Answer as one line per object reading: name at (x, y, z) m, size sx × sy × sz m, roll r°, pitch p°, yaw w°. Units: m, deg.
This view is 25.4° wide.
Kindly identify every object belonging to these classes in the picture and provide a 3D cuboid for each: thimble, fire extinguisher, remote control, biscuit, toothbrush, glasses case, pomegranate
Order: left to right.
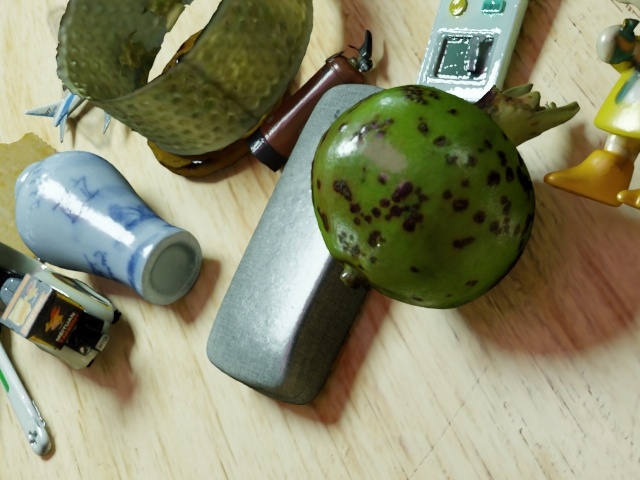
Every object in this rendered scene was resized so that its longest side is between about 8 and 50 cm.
toothbrush at (-0.399, 0.106, 1.728) m, size 0.418 × 0.040 × 0.042 m, roll 53°, pitch 130°, yaw 38°
biscuit at (-0.405, -0.023, 1.830) m, size 0.237 × 0.013 × 0.232 m, roll 34°, pitch 92°, yaw 46°
thimble at (-0.150, -0.241, 1.571) m, size 0.271 × 0.150 × 0.270 m, roll -19°, pitch 55°, yaw 30°
biscuit at (-0.118, -0.166, 1.635) m, size 0.212 × 0.036 × 0.212 m, roll -19°, pitch 56°, yaw 32°
fire extinguisher at (-0.004, -0.151, 1.515) m, size 0.177 × 0.050 × 0.062 m, roll -43°, pitch 34°, yaw 14°
glasses case at (0.000, 0.000, 1.407) m, size 0.131 × 0.074 × 0.323 m, roll 17°, pitch 79°, yaw 45°
pomegranate at (0.108, -0.058, 1.260) m, size 0.263 × 0.211 × 0.211 m, roll -46°, pitch 42°, yaw -11°
remote control at (0.180, -0.271, 1.417) m, size 0.103 × 0.051 × 0.293 m, roll 10°, pitch 78°, yaw 45°

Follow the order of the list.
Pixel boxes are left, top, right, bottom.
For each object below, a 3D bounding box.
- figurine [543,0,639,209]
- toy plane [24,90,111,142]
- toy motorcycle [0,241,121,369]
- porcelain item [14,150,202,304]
figurine at (0.305, -0.186, 1.167) m, size 0.215 × 0.187 × 0.343 m, roll 22°, pitch 89°, yaw 37°
toy plane at (-0.278, -0.224, 1.798) m, size 0.226 × 0.058 × 0.226 m, roll -43°, pitch 41°, yaw 10°
toy motorcycle at (-0.334, 0.063, 1.615) m, size 0.263 × 0.157 × 0.091 m, roll 24°, pitch 83°, yaw 45°
porcelain item at (-0.248, -0.016, 1.600) m, size 0.259 × 0.141 × 0.141 m, roll 29°, pitch 88°, yaw 39°
